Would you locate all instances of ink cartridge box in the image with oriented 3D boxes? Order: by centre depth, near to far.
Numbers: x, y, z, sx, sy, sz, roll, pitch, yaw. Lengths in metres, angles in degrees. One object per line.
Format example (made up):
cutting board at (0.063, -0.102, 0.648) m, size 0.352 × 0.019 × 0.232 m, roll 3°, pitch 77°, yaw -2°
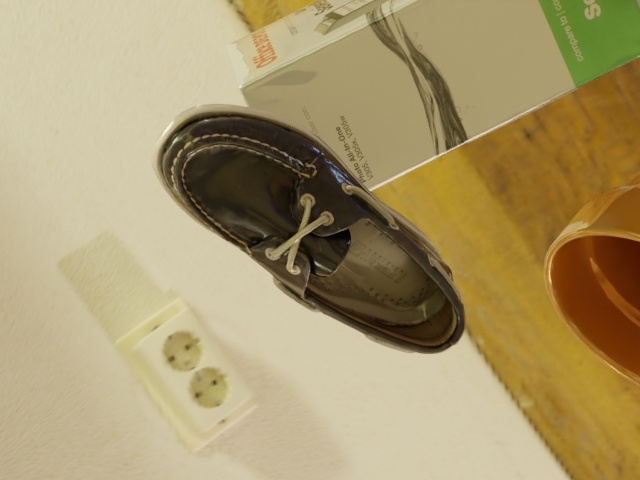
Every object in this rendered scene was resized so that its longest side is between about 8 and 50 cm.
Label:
ink cartridge box at (0.080, -0.149, 1.075) m, size 0.289 × 0.211 × 0.121 m, roll -26°, pitch -73°, yaw 1°

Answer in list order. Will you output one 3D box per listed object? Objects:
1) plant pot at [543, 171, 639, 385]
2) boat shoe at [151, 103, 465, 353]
plant pot at (0.318, 0.002, 1.129) m, size 0.205 × 0.205 × 0.188 m, roll 42°, pitch -116°, yaw -5°
boat shoe at (0.000, 0.000, 0.447) m, size 0.046 × 0.038 × 0.125 m, roll -45°, pitch -54°, yaw 11°
